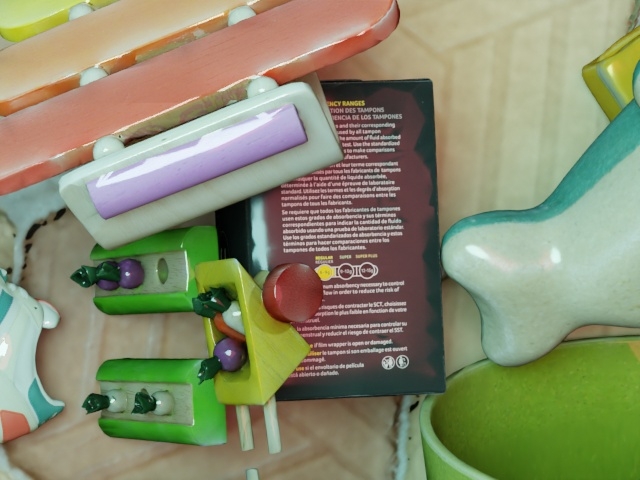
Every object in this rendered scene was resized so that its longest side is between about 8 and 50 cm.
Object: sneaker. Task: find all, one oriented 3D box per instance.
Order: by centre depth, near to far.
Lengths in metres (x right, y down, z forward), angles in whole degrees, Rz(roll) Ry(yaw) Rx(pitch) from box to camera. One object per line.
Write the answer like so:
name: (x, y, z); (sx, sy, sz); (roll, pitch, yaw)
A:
sneaker: (-0.183, 0.031, 0.877); (0.075, 0.057, 0.161); (-15, 90, -27)

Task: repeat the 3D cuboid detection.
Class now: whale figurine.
whale figurine: (0.195, -0.031, 0.859); (0.272, 0.141, 0.216); (-22, 132, 10)

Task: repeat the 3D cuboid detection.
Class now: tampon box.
tampon box: (0.000, 0.000, 0.869); (0.101, 0.120, 0.161); (-2, 89, -11)

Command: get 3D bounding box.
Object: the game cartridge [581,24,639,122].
game cartridge: (0.352, -0.044, 0.972); (0.285, 0.053, 0.323); (-34, 97, -9)

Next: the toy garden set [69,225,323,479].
toy garden set: (-0.069, 0.115, 0.811); (0.049, 0.204, 0.244); (-2, 88, -33)

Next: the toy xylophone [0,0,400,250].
toy xylophone: (-0.103, -0.107, 0.798); (0.236, 0.322, 0.081); (-27, 136, -2)

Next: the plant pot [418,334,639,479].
plant pot: (0.188, 0.228, 0.847); (0.275, 0.275, 0.293); (-4, 104, -10)
